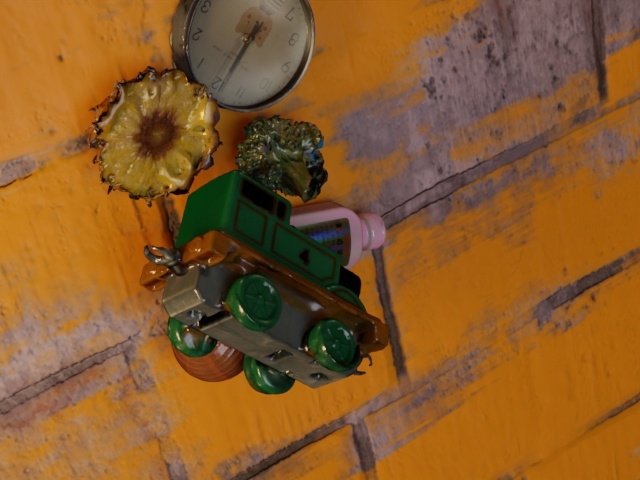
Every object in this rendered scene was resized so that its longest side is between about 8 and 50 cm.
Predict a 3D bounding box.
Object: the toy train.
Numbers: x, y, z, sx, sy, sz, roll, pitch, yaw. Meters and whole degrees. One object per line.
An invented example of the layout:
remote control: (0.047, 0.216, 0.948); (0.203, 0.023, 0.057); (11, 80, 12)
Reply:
toy train: (-0.075, 0.067, 1.751); (0.429, 0.178, 0.249); (31, 51, -33)

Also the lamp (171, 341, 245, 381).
lamp: (-0.164, 0.151, 1.851); (0.136, 0.136, 0.136); (-12, 113, -29)

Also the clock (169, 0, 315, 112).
clock: (-0.111, -0.301, 1.771); (0.226, 0.049, 0.226); (-11, 112, -30)

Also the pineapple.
pineapple: (-0.244, -0.156, 1.721); (0.225, 0.076, 0.224); (-14, 118, -29)

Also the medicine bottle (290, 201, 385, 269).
medicine bottle: (0.000, 0.000, 1.936); (0.219, 0.078, 0.115); (-11, 111, -30)

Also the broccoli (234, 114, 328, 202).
broccoli: (-0.048, -0.112, 1.814); (0.154, 0.160, 0.167); (-29, 139, -22)
